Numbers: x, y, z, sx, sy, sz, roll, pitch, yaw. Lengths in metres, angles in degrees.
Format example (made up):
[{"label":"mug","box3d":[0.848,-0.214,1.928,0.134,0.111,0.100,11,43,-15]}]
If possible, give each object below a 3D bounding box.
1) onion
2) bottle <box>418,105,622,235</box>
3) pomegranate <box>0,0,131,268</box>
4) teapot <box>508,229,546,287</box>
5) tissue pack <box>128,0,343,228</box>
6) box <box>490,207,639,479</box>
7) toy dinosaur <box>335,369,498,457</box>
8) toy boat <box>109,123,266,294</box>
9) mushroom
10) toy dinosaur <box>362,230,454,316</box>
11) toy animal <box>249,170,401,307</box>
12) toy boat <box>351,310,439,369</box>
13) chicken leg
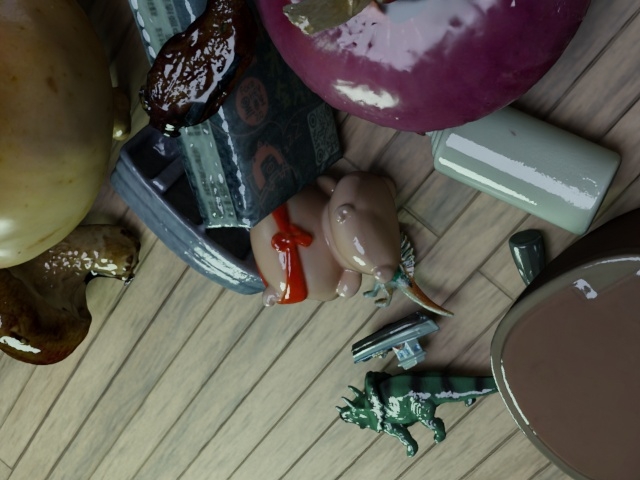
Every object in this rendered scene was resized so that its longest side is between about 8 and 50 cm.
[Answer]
[{"label":"onion","box3d":[0.107,-0.280,1.054,0.359,0.345,0.358,-4,113,-10]},{"label":"bottle","box3d":[0.211,-0.100,1.210,0.245,0.104,0.104,27,125,14]},{"label":"pomegranate","box3d":[-0.431,-0.171,1.366,0.412,0.411,0.411,12,120,22]},{"label":"teapot","box3d":[0.261,0.044,1.299,0.043,0.043,0.110,-3,117,29]},{"label":"tissue pack","box3d":[-0.087,-0.199,1.238,0.103,0.228,0.315,-2,115,33]},{"label":"box","box3d":[0.363,0.103,1.169,0.301,0.216,0.300,14,122,23]},{"label":"toy dinosaur","box3d":[0.150,0.226,1.433,0.292,0.079,0.120,-5,114,27]},{"label":"toy boat","box3d":[-0.157,-0.032,1.428,0.283,0.127,0.078,45,127,-6]},{"label":"mushroom","box3d":[-0.431,0.055,1.576,0.267,0.254,0.267,29,153,16]},{"label":"toy dinosaur","box3d":[0.092,0.032,1.384,0.187,0.044,0.106,11,103,35]},{"label":"toy animal","box3d":[0.000,0.000,1.330,0.198,0.171,0.171,-14,108,22]},{"label":"toy boat","box3d":[0.105,0.142,1.420,0.140,0.059,0.066,-31,85,35]},{"label":"chicken leg","box3d":[-0.115,-0.217,1.080,0.106,0.051,0.253,24,114,7]}]
